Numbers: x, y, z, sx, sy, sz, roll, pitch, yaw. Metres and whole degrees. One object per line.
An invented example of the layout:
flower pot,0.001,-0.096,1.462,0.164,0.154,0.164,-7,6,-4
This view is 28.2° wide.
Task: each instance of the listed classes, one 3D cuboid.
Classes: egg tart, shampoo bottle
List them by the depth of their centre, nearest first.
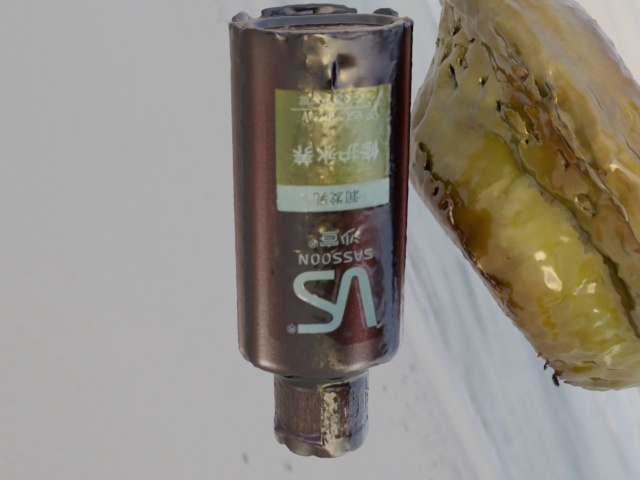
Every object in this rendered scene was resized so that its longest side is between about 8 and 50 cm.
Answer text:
shampoo bottle,0.000,0.000,0.903,0.084,0.129,0.323,-116,-155,-64
egg tart,0.197,-0.021,1.026,0.443,0.178,0.443,54,8,-11
